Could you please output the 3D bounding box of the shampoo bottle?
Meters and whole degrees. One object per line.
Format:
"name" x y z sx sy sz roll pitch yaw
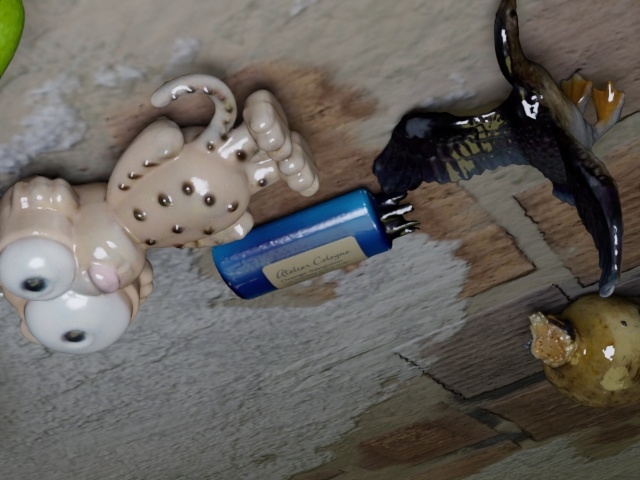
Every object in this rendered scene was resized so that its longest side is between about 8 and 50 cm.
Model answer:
"shampoo bottle" 0.000 0.000 0.860 0.183 0.050 0.087 -20 148 10

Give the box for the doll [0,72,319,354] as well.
"doll" -0.140 -0.019 0.703 0.278 0.119 0.154 -32 134 18

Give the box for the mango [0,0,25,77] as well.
"mango" -0.309 -0.054 0.513 0.343 0.155 0.192 -25 152 13

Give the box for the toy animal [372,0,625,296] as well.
"toy animal" 0.156 -0.095 0.715 0.160 0.197 0.273 -12 -160 -40

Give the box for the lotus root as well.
"lotus root" 0.370 0.134 1.182 0.257 0.140 0.154 -3 156 -32
